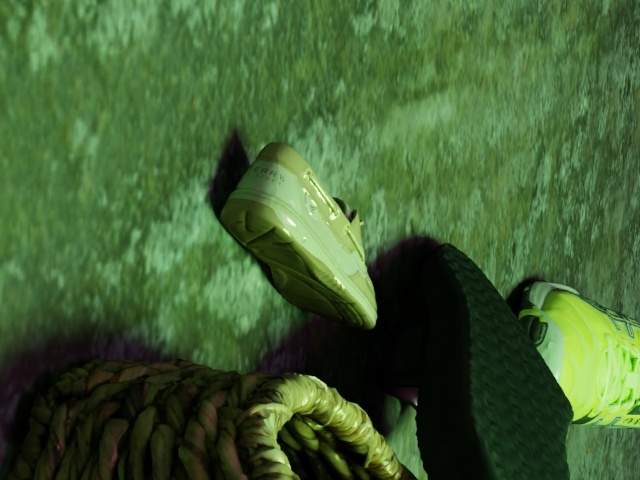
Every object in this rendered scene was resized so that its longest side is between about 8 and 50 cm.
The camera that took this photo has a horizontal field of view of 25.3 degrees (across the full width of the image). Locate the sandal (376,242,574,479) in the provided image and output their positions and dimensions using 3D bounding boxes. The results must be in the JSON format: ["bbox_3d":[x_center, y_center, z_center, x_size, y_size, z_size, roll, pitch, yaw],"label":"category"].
[{"bbox_3d":[0.094,0.115,0.991,0.168,0.107,0.446,55,14,-6],"label":"sandal"}]

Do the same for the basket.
[{"bbox_3d":[0.004,0.179,0.698,0.299,0.223,0.214,46,55,-60],"label":"basket"}]

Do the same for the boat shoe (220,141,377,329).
[{"bbox_3d":[0.000,0.000,0.837,0.059,0.063,0.170,-68,153,-18],"label":"boat shoe"}]

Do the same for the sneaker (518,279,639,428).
[{"bbox_3d":[0.290,0.122,1.446,0.384,0.147,0.145,6,93,-66],"label":"sneaker"}]
